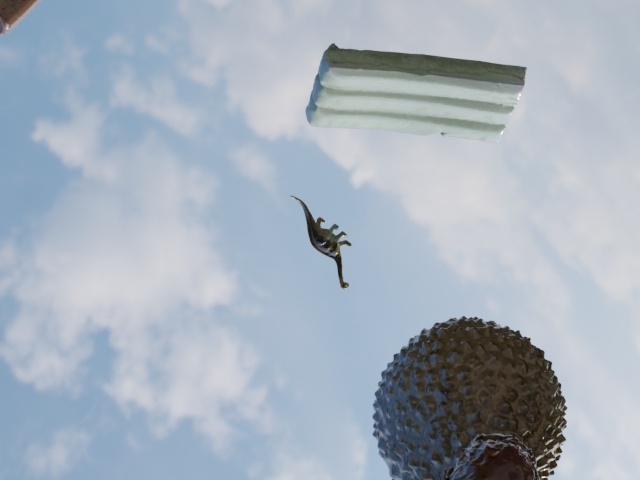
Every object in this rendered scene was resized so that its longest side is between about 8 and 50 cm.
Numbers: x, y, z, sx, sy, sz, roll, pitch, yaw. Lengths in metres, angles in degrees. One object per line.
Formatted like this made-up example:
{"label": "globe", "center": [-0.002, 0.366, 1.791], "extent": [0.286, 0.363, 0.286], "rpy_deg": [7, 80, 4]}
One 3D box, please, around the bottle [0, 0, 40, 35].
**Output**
{"label": "bottle", "center": [-0.421, -0.347, 1.537], "extent": [0.053, 0.053, 0.140], "rpy_deg": [40, -125, -12]}

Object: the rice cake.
{"label": "rice cake", "center": [0.106, -0.163, 1.238], "extent": [0.237, 0.127, 0.043], "rpy_deg": [7, -122, -5]}

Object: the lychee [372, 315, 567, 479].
{"label": "lychee", "center": [0.284, 0.345, 2.067], "extent": [0.380, 0.380, 0.432], "rpy_deg": [33, -161, -24]}

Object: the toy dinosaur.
{"label": "toy dinosaur", "center": [0.010, -0.008, 1.695], "extent": [0.058, 0.037, 0.180], "rpy_deg": [-44, -73, -30]}

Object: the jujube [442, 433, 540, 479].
{"label": "jujube", "center": [0.192, 0.254, 1.176], "extent": [0.104, 0.104, 0.166], "rpy_deg": [49, -160, 4]}
